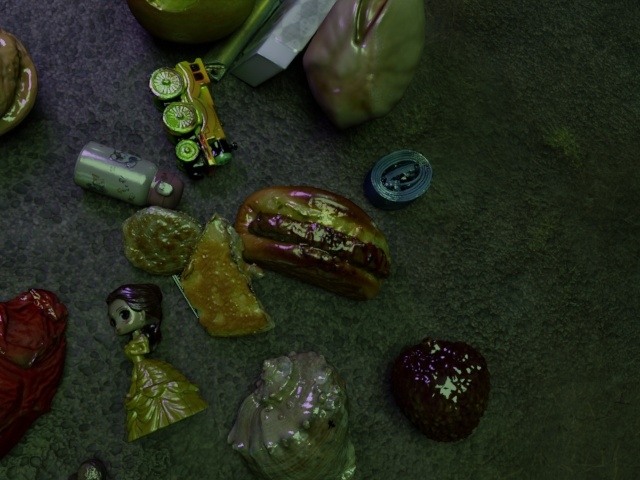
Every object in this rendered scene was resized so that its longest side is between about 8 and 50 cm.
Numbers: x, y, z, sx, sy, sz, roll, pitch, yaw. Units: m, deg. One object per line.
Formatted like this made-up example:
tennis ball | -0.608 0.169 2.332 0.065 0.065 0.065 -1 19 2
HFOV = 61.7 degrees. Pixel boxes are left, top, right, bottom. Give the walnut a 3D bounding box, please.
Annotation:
walnut | -0.731 -0.340 1.134 0.256 0.224 0.258 1 83 -11

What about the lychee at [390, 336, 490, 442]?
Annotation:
lychee | 0.291 0.355 1.279 0.235 0.235 0.272 -29 111 -20

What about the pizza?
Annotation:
pizza | -0.221 0.086 1.218 0.188 0.071 0.297 -17 104 10

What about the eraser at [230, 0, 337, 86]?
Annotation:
eraser | -0.065 -0.584 1.413 0.082 0.213 0.397 42 69 -26

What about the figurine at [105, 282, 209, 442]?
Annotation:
figurine | -0.377 0.243 1.143 0.167 0.187 0.316 -17 76 -29

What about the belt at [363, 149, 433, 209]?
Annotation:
belt | 0.213 -0.164 1.450 0.190 0.082 0.142 -25 83 -19

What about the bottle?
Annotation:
bottle | -0.435 -0.140 1.237 0.233 0.110 0.110 19 73 -11

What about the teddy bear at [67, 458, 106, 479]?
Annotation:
teddy bear | -0.472 0.528 1.092 0.119 0.078 0.161 11 79 22

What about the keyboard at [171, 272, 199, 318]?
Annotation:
keyboard | -0.308 0.108 1.269 0.053 0.010 0.155 -32 88 -21

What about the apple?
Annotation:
apple | -0.309 -0.639 1.272 0.339 0.339 0.340 4 76 -16

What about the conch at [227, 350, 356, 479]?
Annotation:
conch | -0.046 0.425 1.181 0.297 0.210 0.352 -35 87 -6

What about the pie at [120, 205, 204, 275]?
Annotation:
pie | -0.359 0.001 1.221 0.193 0.079 0.163 27 95 -20

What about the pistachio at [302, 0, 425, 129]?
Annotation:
pistachio | 0.117 -0.491 1.350 0.281 0.365 0.446 18 73 3

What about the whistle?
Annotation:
whistle | -0.212 -0.557 1.427 0.067 0.057 0.327 34 71 -7

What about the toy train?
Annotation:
toy train | -0.312 -0.296 1.312 0.160 0.100 0.297 -19 83 -17

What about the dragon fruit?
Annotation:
dragon fruit | -0.664 0.216 1.068 0.240 0.303 0.330 14 53 20

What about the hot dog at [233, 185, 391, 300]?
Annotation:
hot dog | -0.001 0.002 1.275 0.404 0.223 0.186 20 70 -12
